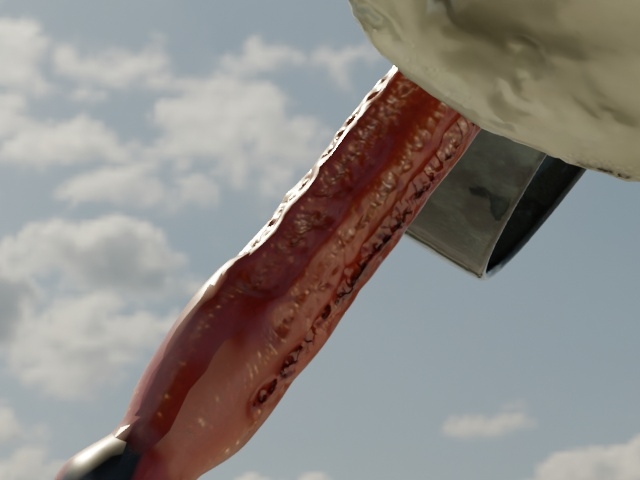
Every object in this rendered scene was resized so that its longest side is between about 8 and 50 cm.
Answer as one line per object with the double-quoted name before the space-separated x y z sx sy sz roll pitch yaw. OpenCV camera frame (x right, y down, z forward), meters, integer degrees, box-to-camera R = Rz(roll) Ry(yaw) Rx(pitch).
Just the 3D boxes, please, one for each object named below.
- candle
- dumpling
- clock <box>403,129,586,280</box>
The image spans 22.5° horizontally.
"candle" 0.000 0.000 0.586 0.048 0.329 0.051 40 -22 -5
"dumpling" 0.102 -0.168 0.558 0.226 0.243 0.175 15 -25 34
"clock" 0.189 -0.139 1.120 0.076 0.386 0.386 36 -15 10
